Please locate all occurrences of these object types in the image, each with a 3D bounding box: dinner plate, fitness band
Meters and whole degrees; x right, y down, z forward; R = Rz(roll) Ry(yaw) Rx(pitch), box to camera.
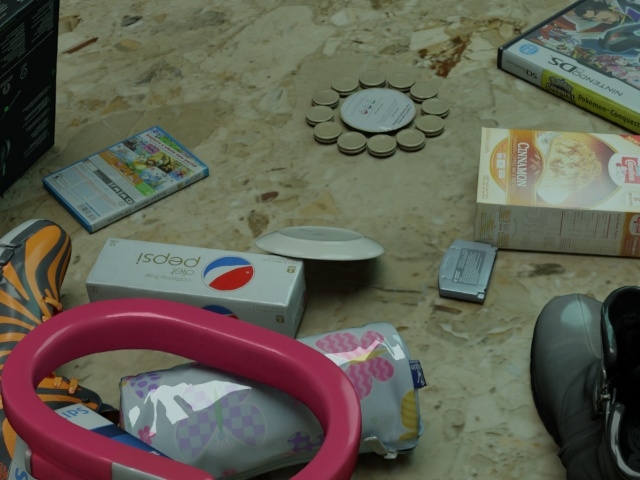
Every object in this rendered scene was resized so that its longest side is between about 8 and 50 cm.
[{"bbox_3d":[0.000,0.000,1.219,0.141,0.017,0.141,3,9,-1],"label":"dinner plate"},{"bbox_3d":[-0.110,0.133,0.900,0.291,0.054,0.209,17,32,18],"label":"fitness band"}]

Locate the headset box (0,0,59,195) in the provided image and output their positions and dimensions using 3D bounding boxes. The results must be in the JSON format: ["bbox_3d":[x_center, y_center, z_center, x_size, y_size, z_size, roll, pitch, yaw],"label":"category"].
[{"bbox_3d":[-0.419,-0.153,1.290,0.131,0.283,0.246,26,48,9],"label":"headset box"}]

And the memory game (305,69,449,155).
[{"bbox_3d":[0.073,-0.165,1.456,0.186,0.012,0.186,-2,41,2],"label":"memory game"}]

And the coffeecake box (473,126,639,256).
[{"bbox_3d":[0.269,-0.056,1.275,0.185,0.068,0.142,4,41,8],"label":"coffeecake box"}]

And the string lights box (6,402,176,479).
[{"bbox_3d":[-0.138,0.247,0.898,0.259,0.133,0.077,25,18,28],"label":"string lights box"}]

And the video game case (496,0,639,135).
[{"bbox_3d":[0.418,-0.252,1.513,0.275,0.035,0.248,-33,49,-29],"label":"video game case"}]

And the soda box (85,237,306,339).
[{"bbox_3d":[-0.126,0.055,1.178,0.216,0.069,0.074,6,42,12],"label":"soda box"}]

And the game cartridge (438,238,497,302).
[{"bbox_3d":[0.156,0.032,1.223,0.056,0.017,0.083,12,43,13],"label":"game cartridge"}]

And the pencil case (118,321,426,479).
[{"bbox_3d":[-0.045,0.156,1.025,0.273,0.113,0.124,-11,85,-9],"label":"pencil case"}]

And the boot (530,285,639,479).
[{"bbox_3d":[0.255,0.115,0.963,0.118,0.223,0.338,-4,41,0],"label":"boot"}]

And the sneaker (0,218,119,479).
[{"bbox_3d":[-0.263,0.124,1.088,0.180,0.124,0.321,10,54,10],"label":"sneaker"}]

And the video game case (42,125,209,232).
[{"bbox_3d":[-0.236,-0.077,1.378,0.166,0.015,0.119,-29,46,-26],"label":"video game case"}]
